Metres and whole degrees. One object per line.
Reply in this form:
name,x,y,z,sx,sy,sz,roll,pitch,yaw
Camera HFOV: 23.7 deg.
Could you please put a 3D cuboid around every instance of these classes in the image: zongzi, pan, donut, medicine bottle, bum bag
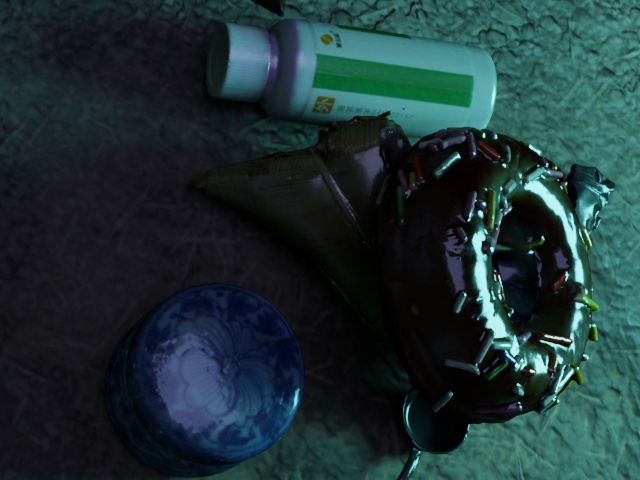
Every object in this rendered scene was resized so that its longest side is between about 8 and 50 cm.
zongzi,0.000,0.000,1.340,0.197,0.099,0.194,-16,92,-3
pan,0.089,0.176,1.353,0.068,0.023,0.115,38,61,-10
donut,0.147,0.029,1.298,0.269,0.103,0.270,14,72,-49
medicine bottle,0.028,-0.147,1.383,0.260,0.095,0.095,6,73,-23
bum bag,0.244,-0.019,1.471,0.058,0.034,0.124,36,64,-20

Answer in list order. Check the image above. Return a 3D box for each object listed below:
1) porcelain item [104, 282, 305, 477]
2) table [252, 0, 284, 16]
porcelain item,-0.093,0.115,1.244,0.147,0.114,0.147,7,72,-22
table,-0.058,-0.303,1.404,0.175,0.062,0.146,32,60,24
